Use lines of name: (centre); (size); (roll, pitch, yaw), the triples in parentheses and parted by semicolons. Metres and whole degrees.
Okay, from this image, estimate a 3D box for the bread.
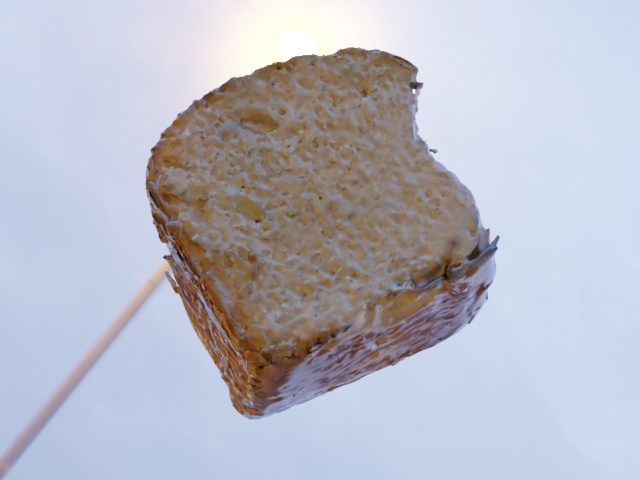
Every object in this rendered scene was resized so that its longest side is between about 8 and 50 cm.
bread: (-0.001, -0.001, 0.357); (0.076, 0.083, 0.070); (61, -14, 16)
